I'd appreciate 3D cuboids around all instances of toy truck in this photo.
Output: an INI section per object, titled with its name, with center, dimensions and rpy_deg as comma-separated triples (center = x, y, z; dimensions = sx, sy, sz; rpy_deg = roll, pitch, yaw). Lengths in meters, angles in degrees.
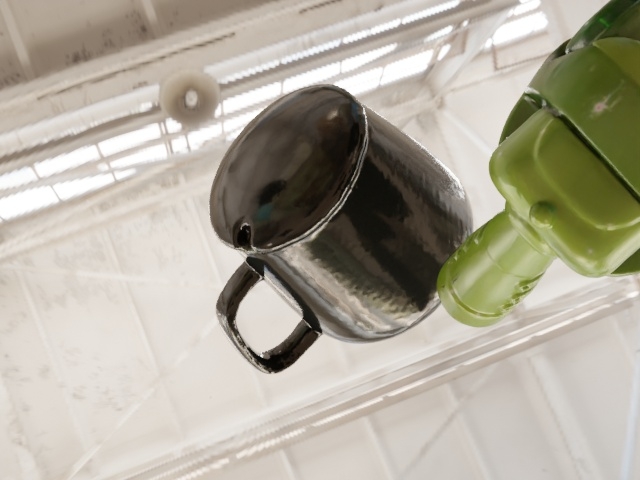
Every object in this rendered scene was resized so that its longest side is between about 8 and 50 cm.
[toy truck]
center = 0.163, -0.037, 0.600
dimensions = 0.210, 0.187, 0.148
rpy_deg = -39, -98, -8

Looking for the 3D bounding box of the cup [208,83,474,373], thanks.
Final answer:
[cup]
center = 0.000, 0.000, 0.779
dimensions = 0.223, 0.169, 0.176
rpy_deg = -51, -48, -2
